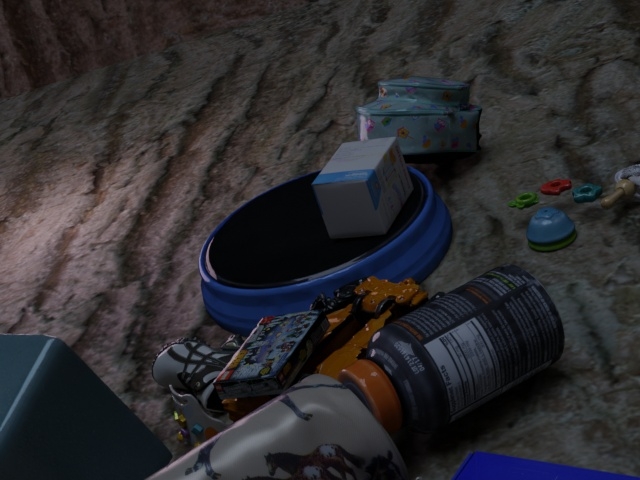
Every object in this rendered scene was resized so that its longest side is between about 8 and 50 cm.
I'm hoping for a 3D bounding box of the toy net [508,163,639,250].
[{"bbox_3d":[0.385,-0.059,1.641,0.232,0.045,0.122,-19,24,-1],"label":"toy net"}]

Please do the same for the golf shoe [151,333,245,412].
[{"bbox_3d":[-0.153,0.178,1.535,0.198,0.077,0.094,-13,38,36],"label":"golf shoe"}]

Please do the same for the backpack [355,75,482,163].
[{"bbox_3d":[0.149,-0.190,1.893,0.188,0.145,0.165,-17,20,-40],"label":"backpack"}]

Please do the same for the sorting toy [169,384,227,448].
[{"bbox_3d":[-0.162,0.214,1.469,0.045,0.075,0.083,-35,29,-27],"label":"sorting toy"}]

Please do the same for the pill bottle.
[{"bbox_3d":[0.141,0.131,1.325,0.245,0.131,0.130,-25,26,-22],"label":"pill bottle"}]

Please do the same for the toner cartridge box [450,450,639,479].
[{"bbox_3d":[0.252,0.286,1.034,0.347,0.075,0.165,2,35,39],"label":"toner cartridge box"}]

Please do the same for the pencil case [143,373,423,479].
[{"bbox_3d":[-0.095,0.293,1.178,0.410,0.184,0.160,-31,-5,-22],"label":"pencil case"}]

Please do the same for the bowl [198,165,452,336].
[{"bbox_3d":[0.000,0.000,1.764,0.391,0.077,0.391,-16,26,8],"label":"bowl"}]

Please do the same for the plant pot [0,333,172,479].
[{"bbox_3d":[-0.368,0.275,1.328,0.247,0.247,0.252,-2,48,34],"label":"plant pot"}]

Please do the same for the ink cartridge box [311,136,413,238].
[{"bbox_3d":[0.065,-0.080,1.679,0.089,0.092,0.143,-4,31,29],"label":"ink cartridge box"}]

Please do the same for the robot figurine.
[{"bbox_3d":[0.029,0.145,1.455,0.211,0.085,0.291,11,41,47],"label":"robot figurine"}]

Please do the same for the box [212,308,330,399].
[{"bbox_3d":[-0.057,0.135,1.410,0.093,0.027,0.137,-11,26,33],"label":"box"}]
